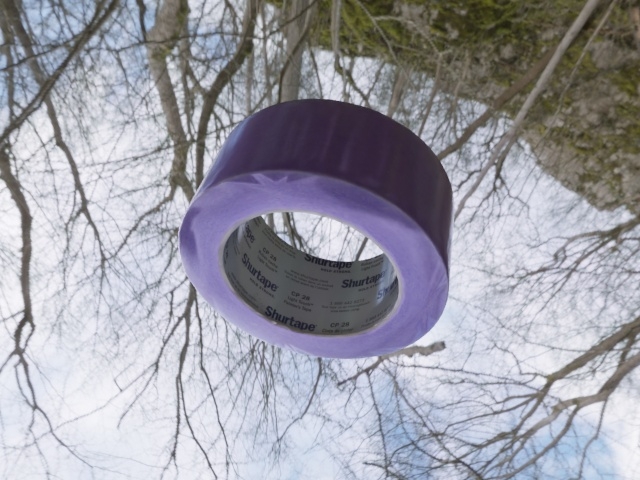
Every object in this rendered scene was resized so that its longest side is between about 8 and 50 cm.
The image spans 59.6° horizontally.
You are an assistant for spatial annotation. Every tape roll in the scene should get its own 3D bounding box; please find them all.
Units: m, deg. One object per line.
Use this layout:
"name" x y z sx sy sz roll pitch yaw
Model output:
"tape roll" 0.000 0.000 0.406 0.188 0.189 0.080 15 -134 2
